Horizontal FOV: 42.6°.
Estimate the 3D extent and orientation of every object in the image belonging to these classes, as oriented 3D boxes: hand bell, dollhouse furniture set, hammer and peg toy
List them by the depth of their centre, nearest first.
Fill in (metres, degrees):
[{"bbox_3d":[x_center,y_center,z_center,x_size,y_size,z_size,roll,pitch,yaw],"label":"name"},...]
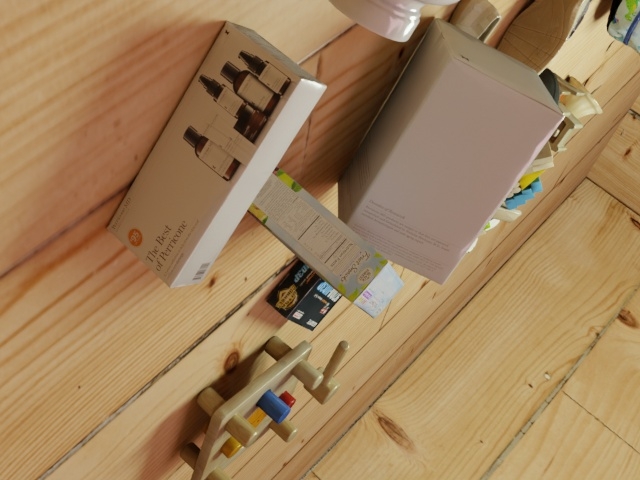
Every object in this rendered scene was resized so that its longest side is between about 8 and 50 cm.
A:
[{"bbox_3d":[-0.096,0.298,1.560,0.361,0.127,0.266,-35,155,-42],"label":"hammer and peg toy"},{"bbox_3d":[0.480,-0.268,1.892,0.259,0.135,0.262,-10,138,-48],"label":"dollhouse furniture set"},{"bbox_3d":[0.599,-0.302,2.151,0.242,0.126,0.126,-40,165,12],"label":"hand bell"}]

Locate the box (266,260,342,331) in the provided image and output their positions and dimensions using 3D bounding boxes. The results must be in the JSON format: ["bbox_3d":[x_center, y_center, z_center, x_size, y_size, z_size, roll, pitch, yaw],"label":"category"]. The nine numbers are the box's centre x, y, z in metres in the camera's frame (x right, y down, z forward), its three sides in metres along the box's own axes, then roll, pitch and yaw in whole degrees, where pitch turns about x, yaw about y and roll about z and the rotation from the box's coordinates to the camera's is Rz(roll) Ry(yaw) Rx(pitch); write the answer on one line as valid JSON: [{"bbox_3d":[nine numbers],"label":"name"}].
[{"bbox_3d":[0.002,0.070,1.451,0.175,0.051,0.220,-49,164,-2],"label":"box"}]

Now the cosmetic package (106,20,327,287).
[{"bbox_3d":[-0.104,-0.078,0.785,0.239,0.099,0.060,-56,160,18],"label":"cosmetic package"}]

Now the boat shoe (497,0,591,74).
[{"bbox_3d":[0.406,-0.387,1.428,0.285,0.102,0.092,-61,156,15],"label":"boat shoe"}]

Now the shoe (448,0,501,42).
[{"bbox_3d":[0.192,-0.260,1.218,0.076,0.058,0.219,-27,152,-52],"label":"shoe"}]

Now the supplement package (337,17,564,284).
[{"bbox_3d":[0.167,-0.122,1.143,0.293,0.175,0.178,-59,-166,28],"label":"supplement package"}]

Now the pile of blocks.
[{"bbox_3d":[0.377,-0.124,1.775,0.148,0.113,0.362,13,146,-28],"label":"pile of blocks"}]

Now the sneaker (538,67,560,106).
[{"bbox_3d":[0.367,-0.250,1.580,0.341,0.125,0.140,-44,154,-30],"label":"sneaker"}]

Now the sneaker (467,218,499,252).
[{"bbox_3d":[0.370,-0.062,2.083,0.279,0.107,0.118,-39,142,-41],"label":"sneaker"}]

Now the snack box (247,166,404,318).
[{"bbox_3d":[0.000,0.000,1.025,0.070,0.207,0.174,-50,163,-1],"label":"snack box"}]

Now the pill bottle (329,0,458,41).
[{"bbox_3d":[0.104,-0.314,0.727,0.146,0.146,0.264,-23,149,-57],"label":"pill bottle"}]

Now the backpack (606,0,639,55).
[{"bbox_3d":[0.811,-0.578,1.864,0.355,0.273,0.290,-34,167,-10],"label":"backpack"}]
